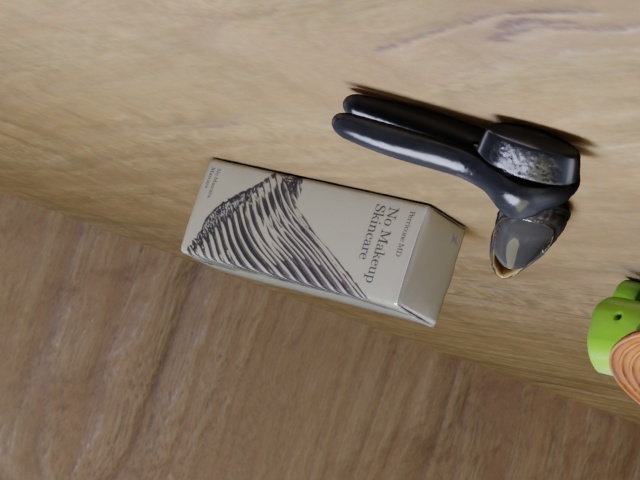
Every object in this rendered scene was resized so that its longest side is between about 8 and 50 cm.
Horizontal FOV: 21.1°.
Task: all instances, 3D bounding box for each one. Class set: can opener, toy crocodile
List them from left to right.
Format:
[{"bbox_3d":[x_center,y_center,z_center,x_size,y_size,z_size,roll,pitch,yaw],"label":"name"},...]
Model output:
[{"bbox_3d":[0.099,-0.068,1.232,0.186,0.073,0.059,19,-147,18],"label":"can opener"},{"bbox_3d":[0.371,0.117,1.766,0.115,0.105,0.340,14,173,30],"label":"toy crocodile"}]

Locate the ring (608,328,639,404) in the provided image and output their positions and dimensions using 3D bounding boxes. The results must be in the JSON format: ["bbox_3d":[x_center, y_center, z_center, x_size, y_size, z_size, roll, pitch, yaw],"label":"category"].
[{"bbox_3d":[0.405,0.136,1.420,0.337,0.032,0.336,19,161,7],"label":"ring"}]

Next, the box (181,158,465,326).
[{"bbox_3d":[0.000,0.000,1.763,0.275,0.113,0.094,12,170,33],"label":"box"}]

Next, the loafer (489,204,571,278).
[{"bbox_3d":[0.176,-0.003,1.475,0.062,0.061,0.170,18,173,7],"label":"loafer"}]
